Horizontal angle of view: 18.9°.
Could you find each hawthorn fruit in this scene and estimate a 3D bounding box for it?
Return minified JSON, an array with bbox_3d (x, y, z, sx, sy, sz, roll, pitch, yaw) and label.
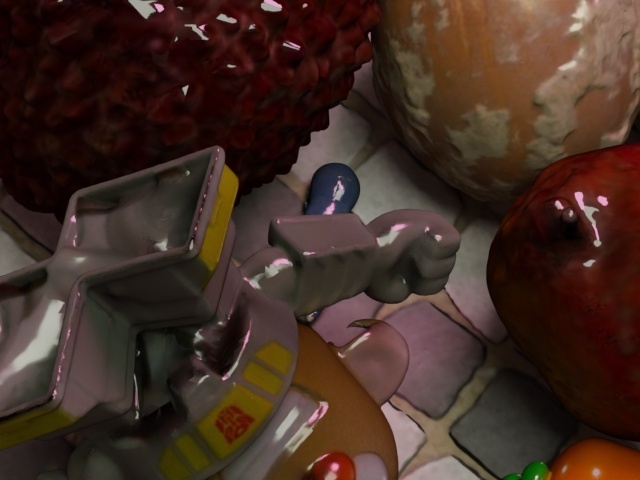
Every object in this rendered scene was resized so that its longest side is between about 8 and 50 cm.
[{"bbox_3d":[0.211,0.021,1.257,0.248,0.208,0.208,35,50,-45],"label":"hawthorn fruit"}]

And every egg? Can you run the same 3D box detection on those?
[{"bbox_3d":[0.130,-0.142,1.344,0.203,0.203,0.245,-28,118,-24],"label":"egg"}]

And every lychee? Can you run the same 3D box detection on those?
[{"bbox_3d":[-0.115,-0.157,1.255,0.330,0.306,0.306,-17,70,-25],"label":"lychee"}]

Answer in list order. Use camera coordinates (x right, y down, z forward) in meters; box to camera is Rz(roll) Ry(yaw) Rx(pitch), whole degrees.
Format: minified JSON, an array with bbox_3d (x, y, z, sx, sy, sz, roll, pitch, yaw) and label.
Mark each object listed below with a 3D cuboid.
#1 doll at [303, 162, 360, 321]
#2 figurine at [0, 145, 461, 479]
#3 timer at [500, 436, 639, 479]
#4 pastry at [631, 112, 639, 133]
[{"bbox_3d":[0.000,0.000,1.355,0.037,0.027,0.125,18,65,-4],"label":"doll"},{"bbox_3d":[-0.060,0.099,1.177,0.342,0.285,0.167,-33,39,11],"label":"figurine"},{"bbox_3d":[0.174,0.187,1.263,0.136,0.099,0.136,14,51,-17],"label":"timer"},{"bbox_3d":[0.284,-0.131,1.419,0.081,0.153,0.153,44,63,1],"label":"pastry"}]
